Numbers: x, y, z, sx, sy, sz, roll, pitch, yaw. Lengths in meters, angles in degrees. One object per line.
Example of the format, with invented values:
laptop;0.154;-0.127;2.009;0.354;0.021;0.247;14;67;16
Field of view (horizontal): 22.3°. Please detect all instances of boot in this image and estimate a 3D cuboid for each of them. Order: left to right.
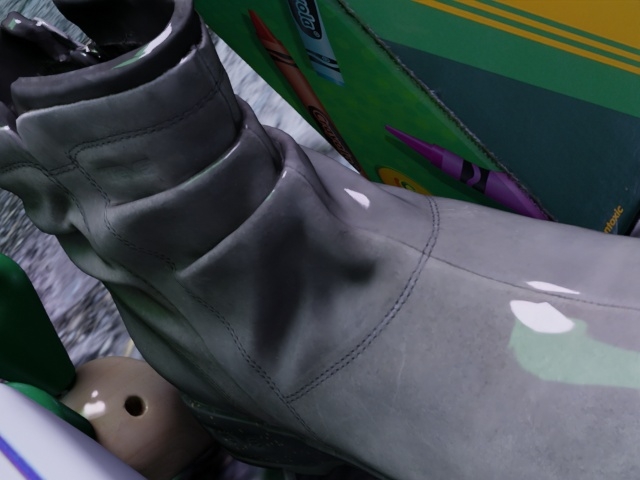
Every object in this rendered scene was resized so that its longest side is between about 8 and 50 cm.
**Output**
boot;0.000;0.000;0.426;0.246;0.161;0.083;-2;49;46

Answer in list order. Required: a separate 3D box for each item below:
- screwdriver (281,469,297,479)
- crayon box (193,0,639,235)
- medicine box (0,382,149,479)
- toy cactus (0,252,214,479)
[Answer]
screwdriver;-0.008;0.075;0.516;0.170;0.024;0.025;-111;38;-62
crayon box;0.082;-0.147;0.529;0.278;0.165;0.081;-56;26;-19
medicine box;-0.062;0.199;0.260;0.289;0.149;0.263;-52;24;-9
toy cactus;-0.088;0.072;0.512;0.112;0.219;0.180;-46;-16;15
